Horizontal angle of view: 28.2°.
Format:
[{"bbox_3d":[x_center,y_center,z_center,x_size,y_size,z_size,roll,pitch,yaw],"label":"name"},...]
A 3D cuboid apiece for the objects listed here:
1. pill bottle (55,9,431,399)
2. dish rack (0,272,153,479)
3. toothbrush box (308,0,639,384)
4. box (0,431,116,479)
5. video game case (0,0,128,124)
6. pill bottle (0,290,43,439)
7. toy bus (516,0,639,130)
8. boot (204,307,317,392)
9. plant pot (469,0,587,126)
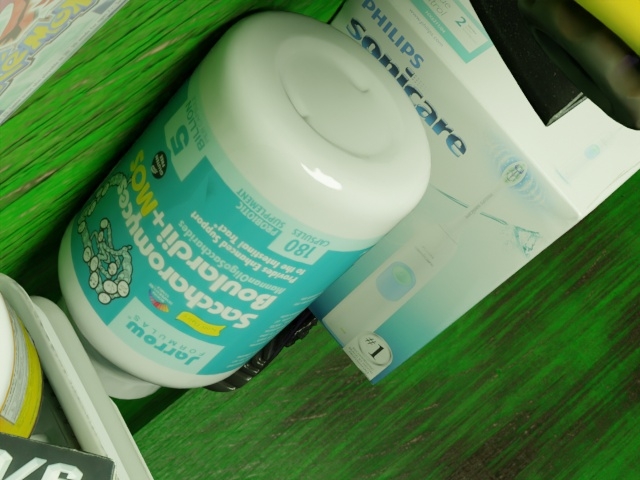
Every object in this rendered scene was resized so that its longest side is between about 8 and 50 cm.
[{"bbox_3d":[-0.064,-0.005,0.780,0.264,0.146,0.146,-45,173,36],"label":"pill bottle"},{"bbox_3d":[-0.210,0.211,0.783,0.333,0.285,0.072,-44,154,27],"label":"dish rack"},{"bbox_3d":[0.075,-0.055,0.960,0.126,0.216,0.295,-36,174,-39],"label":"toothbrush box"},{"bbox_3d":[-0.204,0.103,0.460,0.175,0.220,0.051,-46,-147,51],"label":"box"},{"bbox_3d":[-0.120,-0.082,0.431,0.201,0.023,0.183,-41,174,12],"label":"video game case"},{"bbox_3d":[-0.193,0.058,0.575,0.117,0.117,0.215,-39,174,-13],"label":"pill bottle"},{"bbox_3d":[0.088,-0.147,0.353,0.149,0.220,0.211,-43,168,5],"label":"toy bus"},{"bbox_3d":[-0.004,-0.002,1.307,0.348,0.131,0.260,-44,176,14],"label":"boot"},{"bbox_3d":[0.145,-0.193,0.568,0.187,0.167,0.188,-35,174,-46],"label":"plant pot"}]
